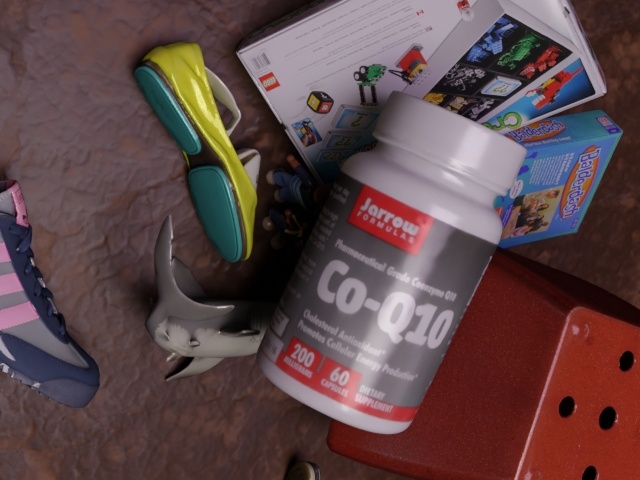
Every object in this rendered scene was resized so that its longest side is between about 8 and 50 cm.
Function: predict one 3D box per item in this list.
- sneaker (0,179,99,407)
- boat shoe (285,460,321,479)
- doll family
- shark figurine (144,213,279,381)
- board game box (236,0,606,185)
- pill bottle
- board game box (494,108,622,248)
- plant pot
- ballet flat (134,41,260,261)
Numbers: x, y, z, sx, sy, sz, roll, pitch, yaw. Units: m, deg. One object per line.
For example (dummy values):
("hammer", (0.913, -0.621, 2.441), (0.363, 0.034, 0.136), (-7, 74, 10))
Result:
("sneaker", (-0.292, 0.022, 0.890), (0.131, 0.112, 0.319), (-45, 118, -6))
("boat shoe", (-0.015, 0.319, 1.132), (0.049, 0.056, 0.152), (-4, 114, -30))
("doll family", (0.000, 0.000, 1.024), (0.076, 0.111, 0.193), (-43, 116, -11))
("shark figurine", (-0.129, 0.060, 0.970), (0.166, 0.278, 0.116), (-24, 71, 15))
("board game box", (0.096, -0.173, 0.959), (0.305, 0.053, 0.193), (-20, 118, 24))
("pill bottle", (0.067, 0.017, 0.905), (0.161, 0.161, 0.283), (21, 97, -28))
("board game box", (0.221, -0.060, 1.113), (0.210, 0.047, 0.160), (-11, 138, -23))
("plant pot", (0.208, 0.147, 1.002), (0.267, 0.236, 0.267), (19, 88, -30))
("ballet flat", (-0.103, -0.091, 0.979), (0.077, 0.077, 0.231), (-37, 114, -32))
